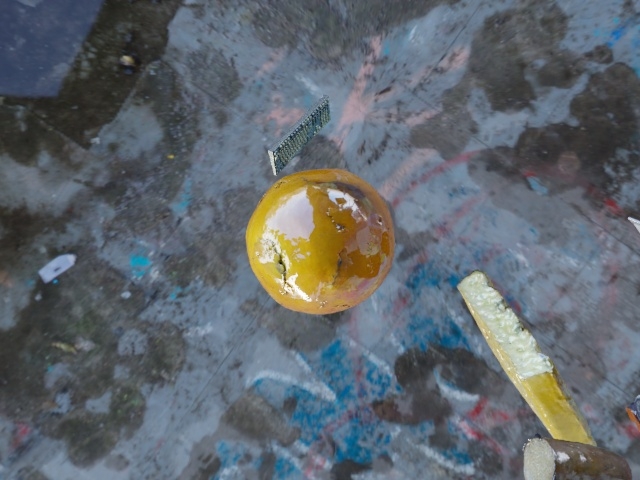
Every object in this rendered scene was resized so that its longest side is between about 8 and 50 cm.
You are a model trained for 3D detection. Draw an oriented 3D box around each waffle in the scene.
[{"bbox_3d":[0.311,0.187,1.211,0.055,0.248,0.221,-32,126,3],"label":"waffle"}]

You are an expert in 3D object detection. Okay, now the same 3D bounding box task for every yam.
[{"bbox_3d":[0.343,0.312,1.064,0.127,0.084,0.084,14,100,-17],"label":"yam"}]

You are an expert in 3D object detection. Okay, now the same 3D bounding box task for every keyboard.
[{"bbox_3d":[-0.033,-0.185,1.375,0.014,0.176,0.055,21,141,26],"label":"keyboard"}]

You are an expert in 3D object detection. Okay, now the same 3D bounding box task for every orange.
[{"bbox_3d":[0.000,0.000,1.297,0.246,0.246,0.246,0,99,3],"label":"orange"}]

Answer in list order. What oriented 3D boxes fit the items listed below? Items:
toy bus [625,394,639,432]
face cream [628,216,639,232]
[{"bbox_3d":[0.530,0.233,0.945,0.143,0.329,0.153,-24,90,-15],"label":"toy bus"},{"bbox_3d":[0.748,0.077,1.541,0.235,0.420,0.137,37,94,38],"label":"face cream"}]
